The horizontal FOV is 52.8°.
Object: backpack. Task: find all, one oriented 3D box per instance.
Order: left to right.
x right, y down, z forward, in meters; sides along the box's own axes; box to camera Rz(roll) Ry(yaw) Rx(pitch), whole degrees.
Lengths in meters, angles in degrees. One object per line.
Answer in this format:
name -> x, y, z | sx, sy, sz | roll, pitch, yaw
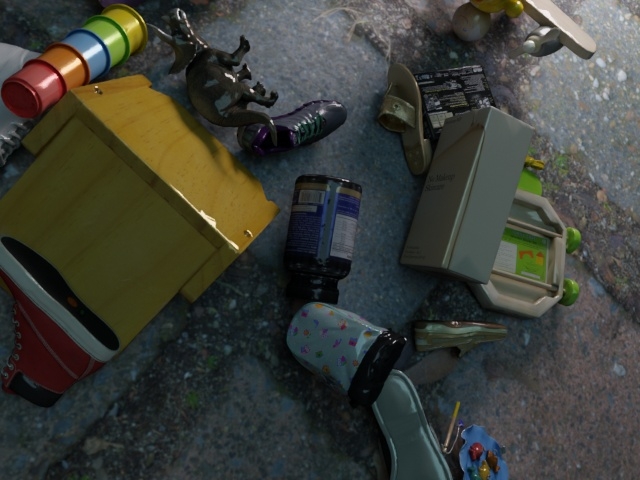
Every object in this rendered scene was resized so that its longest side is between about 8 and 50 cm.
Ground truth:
backpack -> 0.034, 0.178, 1.094 | 0.182, 0.115, 0.151 | 27, 76, 26

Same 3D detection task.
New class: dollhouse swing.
dollhouse swing -> -0.320, -0.034, 1.084 | 0.347, 0.305, 0.315 | 43, 24, -4

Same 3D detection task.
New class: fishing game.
fishing game -> 0.308, 0.421, 1.156 | 0.264, 0.041, 0.189 | 59, 32, -6

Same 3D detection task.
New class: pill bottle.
pill bottle -> 0.000, 0.000, 1.150 | 0.123, 0.123, 0.219 | 11, 84, -18

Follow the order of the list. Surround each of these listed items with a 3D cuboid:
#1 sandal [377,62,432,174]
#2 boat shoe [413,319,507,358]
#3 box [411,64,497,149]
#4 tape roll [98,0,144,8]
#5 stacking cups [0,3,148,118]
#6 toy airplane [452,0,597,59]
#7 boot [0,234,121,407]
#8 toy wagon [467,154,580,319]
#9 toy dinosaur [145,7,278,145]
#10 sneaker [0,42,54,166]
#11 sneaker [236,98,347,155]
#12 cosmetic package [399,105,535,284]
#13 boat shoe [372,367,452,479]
sandal -> 0.157, -0.247, 1.307 | 0.079, 0.088, 0.239 | -13, 85, -29
boat shoe -> 0.269, 0.191, 1.245 | 0.190, 0.068, 0.072 | 2, 86, -10
box -> 0.273, -0.280, 1.365 | 0.180, 0.077, 0.147 | -14, 81, -23
tape roll -> -0.336, -0.502, 1.137 | 0.189, 0.189, 0.080 | -39, 91, -25
stacking cups -> -0.395, -0.288, 1.035 | 0.096, 0.096, 0.316 | 36, 39, -8
toy airplane -> 0.399, -0.562, 1.422 | 0.385, 0.272, 0.386 | 24, 31, -24
boot -> -0.442, 0.127, 0.949 | 0.176, 0.088, 0.244 | -38, 99, 7
toy wagon -> 0.416, -0.013, 1.351 | 0.267, 0.068, 0.344 | 16, 69, -16
toy dinosaur -> -0.179, -0.274, 1.174 | 0.160, 0.121, 0.313 | -25, 78, -17
sneaker -> -0.487, -0.185, 1.037 | 0.169, 0.108, 0.292 | 7, 71, -15
sneaker -> -0.038, -0.199, 1.205 | 0.224, 0.098, 0.083 | -20, 124, -18
cosmetic package -> 0.275, -0.081, 1.224 | 0.113, 0.160, 0.309 | 20, 83, -21
boat shoe -> 0.161, 0.370, 1.130 | 0.115, 0.091, 0.302 | -11, 82, 5
